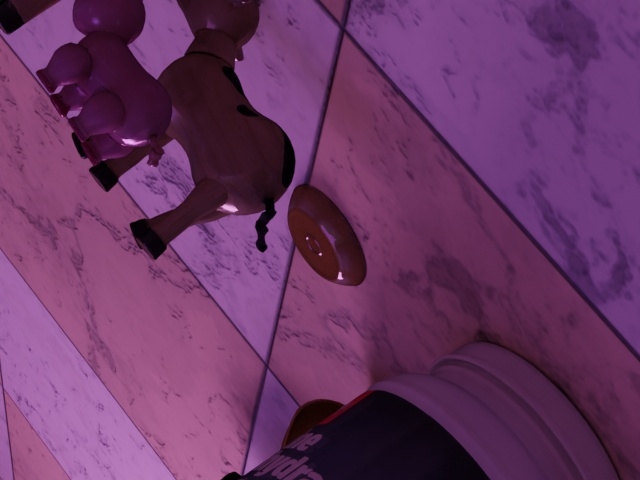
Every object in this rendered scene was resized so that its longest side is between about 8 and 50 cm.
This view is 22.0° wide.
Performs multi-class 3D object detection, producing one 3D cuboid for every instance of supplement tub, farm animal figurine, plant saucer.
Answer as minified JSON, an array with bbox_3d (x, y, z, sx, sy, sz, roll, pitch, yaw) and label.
[{"bbox_3d":[0.036,0.203,1.024,0.191,0.272,0.191,44,154,28],"label":"supplement tub"},{"bbox_3d":[-0.131,-0.184,1.027,0.330,0.172,0.327,62,171,-32],"label":"farm animal figurine"},{"bbox_3d":[0.000,0.000,1.171,0.083,0.015,0.083,45,155,28],"label":"plant saucer"}]

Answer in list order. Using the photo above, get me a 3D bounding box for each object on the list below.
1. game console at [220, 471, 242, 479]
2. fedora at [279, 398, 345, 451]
[{"bbox_3d":[-0.044,0.398,1.495,0.361,0.044,0.213,71,156,16],"label":"game console"},{"bbox_3d":[0.046,0.202,1.211,0.079,0.194,0.194,-20,105,30],"label":"fedora"}]
